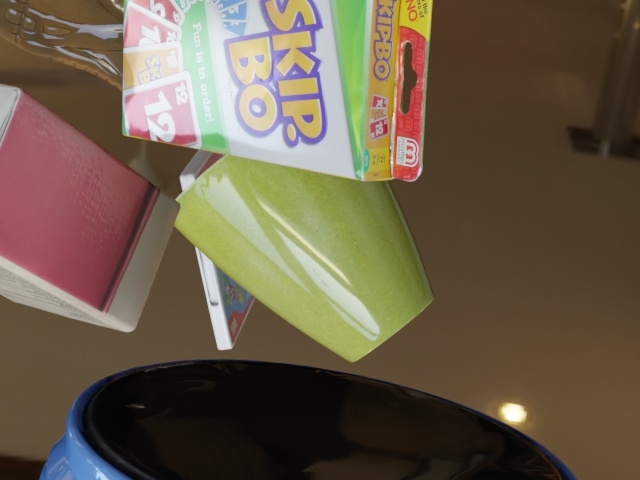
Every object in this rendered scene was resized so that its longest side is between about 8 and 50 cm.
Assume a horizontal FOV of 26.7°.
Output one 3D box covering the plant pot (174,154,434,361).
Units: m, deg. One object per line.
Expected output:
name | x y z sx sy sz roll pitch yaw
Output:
plant pot | 0.000 0.000 1.706 0.293 0.275 0.275 52 -147 1

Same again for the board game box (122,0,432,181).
board game box | -0.037 -0.113 0.860 0.259 0.124 0.039 12 -165 41

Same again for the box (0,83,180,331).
box | -0.249 -0.029 1.109 0.149 0.126 0.232 12 165 31

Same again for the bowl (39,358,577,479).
bowl | 0.000 0.174 0.954 0.391 0.077 0.391 9 -169 -2

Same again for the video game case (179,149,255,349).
video game case | -0.155 -0.002 2.087 0.025 0.285 0.204 -6 -159 11

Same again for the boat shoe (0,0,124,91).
boat shoe | -0.161 -0.204 1.035 0.342 0.123 0.123 30 -138 -13
